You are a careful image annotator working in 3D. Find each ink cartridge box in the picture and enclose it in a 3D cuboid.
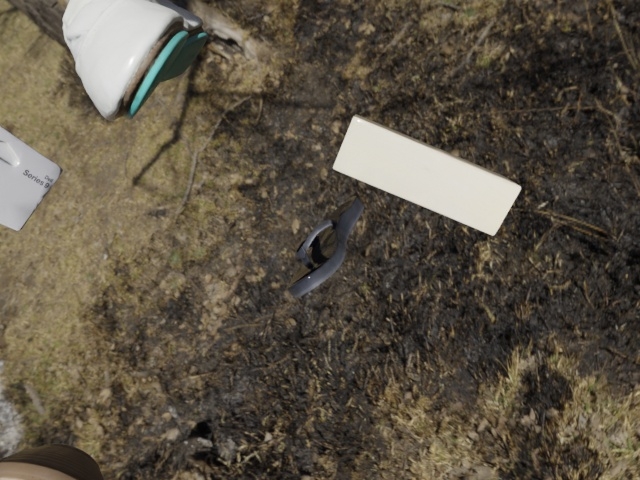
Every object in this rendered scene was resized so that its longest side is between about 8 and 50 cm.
[{"bbox_3d":[-0.569,-0.147,0.624,0.289,0.211,0.121,22,76,21],"label":"ink cartridge box"}]

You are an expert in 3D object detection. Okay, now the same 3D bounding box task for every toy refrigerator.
[{"bbox_3d":[0.160,-0.105,0.696,0.270,0.102,0.094,22,109,-1],"label":"toy refrigerator"}]

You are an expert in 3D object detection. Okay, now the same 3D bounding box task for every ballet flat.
[{"bbox_3d":[-0.231,-0.248,0.532,0.139,0.139,0.400,-31,28,10],"label":"ballet flat"}]

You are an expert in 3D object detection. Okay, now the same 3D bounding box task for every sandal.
[{"bbox_3d":[0.000,0.000,0.676,0.097,0.054,0.254,-36,15,32],"label":"sandal"}]

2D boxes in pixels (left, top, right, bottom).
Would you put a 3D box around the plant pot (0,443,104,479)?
[{"bbox_3d":[-0.434,0.406,0.690,0.237,0.237,0.109,-26,24,14],"label":"plant pot"}]
